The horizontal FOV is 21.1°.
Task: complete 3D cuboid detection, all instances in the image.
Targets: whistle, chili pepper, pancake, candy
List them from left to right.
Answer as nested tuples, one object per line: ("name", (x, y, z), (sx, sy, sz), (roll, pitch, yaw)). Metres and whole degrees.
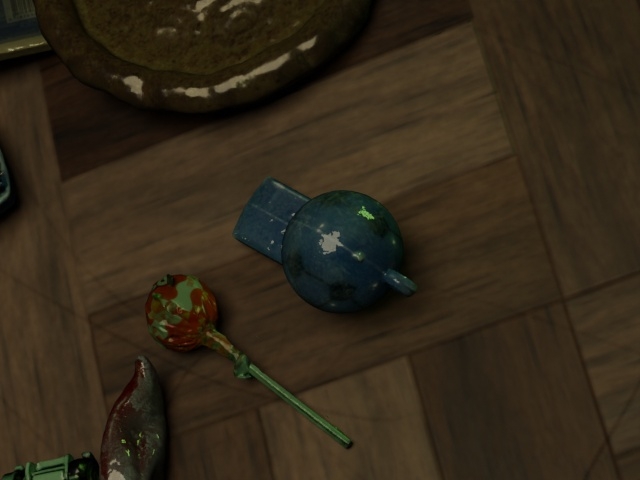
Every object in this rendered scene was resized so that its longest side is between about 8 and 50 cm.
("chili pepper", (-0.127, 0.155, 1.171), (0.041, 0.050, 0.153), (-11, 65, 15))
("pancake", (-0.088, -0.222, 1.292), (0.286, 0.033, 0.288), (-9, 65, 14))
("candy", (-0.050, 0.086, 1.178), (0.184, 0.049, 0.056), (37, 117, 21))
("whistle", (0.000, 0.000, 1.159), (0.158, 0.090, 0.090), (28, 83, 26))

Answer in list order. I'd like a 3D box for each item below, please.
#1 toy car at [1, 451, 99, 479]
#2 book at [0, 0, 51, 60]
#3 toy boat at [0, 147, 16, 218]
("toy car", (-0.175, 0.218, 1.166), (0.073, 0.054, 0.143), (-15, 71, 17))
("book", (-0.312, -0.272, 1.375), (0.228, 0.018, 0.322), (-12, 65, -5))
("toy boat", (-0.277, -0.071, 1.302), (0.060, 0.061, 0.137), (-34, 62, 7))
